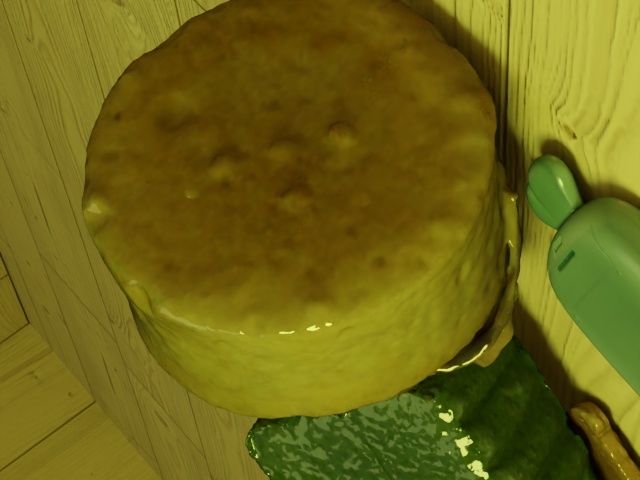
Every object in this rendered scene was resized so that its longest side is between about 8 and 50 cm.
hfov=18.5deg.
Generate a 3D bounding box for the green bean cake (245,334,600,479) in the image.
[{"bbox_3d":[0.096,0.197,1.722,0.247,0.156,0.250,-21,112,41],"label":"green bean cake"}]

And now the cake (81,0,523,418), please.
[{"bbox_3d":[0.000,0.008,1.548,0.332,0.332,0.321,44,167,30],"label":"cake"}]

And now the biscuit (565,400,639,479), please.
[{"bbox_3d":[0.271,0.240,1.750,0.162,0.035,0.250,39,154,54],"label":"biscuit"}]

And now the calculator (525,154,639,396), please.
[{"bbox_3d":[0.246,0.062,1.442,0.299,0.041,0.185,50,164,7],"label":"calculator"}]
